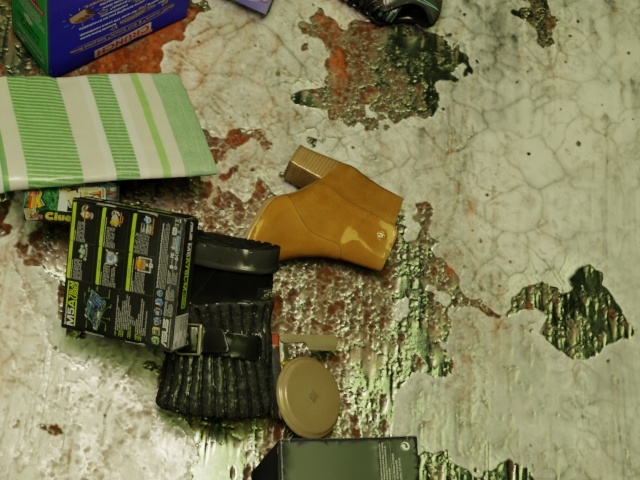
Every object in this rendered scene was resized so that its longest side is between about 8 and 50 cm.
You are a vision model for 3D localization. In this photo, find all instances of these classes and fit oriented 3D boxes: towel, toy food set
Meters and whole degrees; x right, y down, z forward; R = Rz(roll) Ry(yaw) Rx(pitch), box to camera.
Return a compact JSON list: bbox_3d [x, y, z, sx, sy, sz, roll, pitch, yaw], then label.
[{"bbox_3d":[-0.345,-0.170,1.720,0.324,0.038,0.248,-5,47,-22],"label":"towel"},{"bbox_3d":[-0.019,0.235,1.673,0.132,0.038,0.192,10,67,-41],"label":"toy food set"}]

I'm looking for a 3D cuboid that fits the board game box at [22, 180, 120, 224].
[{"bbox_3d":[-0.369,-0.123,1.709,0.136,0.030,0.260,3,45,-10],"label":"board game box"}]

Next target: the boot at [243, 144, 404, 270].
[{"bbox_3d":[0.000,0.000,1.757,0.211,0.104,0.295,30,62,0],"label":"boot"}]

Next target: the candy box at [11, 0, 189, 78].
[{"bbox_3d":[-0.330,-0.414,1.726,0.268,0.317,0.122,-31,77,-22],"label":"candy box"}]

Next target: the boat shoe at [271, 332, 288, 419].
[{"bbox_3d":[-0.071,0.204,1.694,0.043,0.049,0.137,-6,66,8],"label":"boat shoe"}]

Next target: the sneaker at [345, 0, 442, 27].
[{"bbox_3d":[0.089,-0.437,1.944,0.267,0.101,0.106,8,70,-9],"label":"sneaker"}]

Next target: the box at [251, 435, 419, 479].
[{"bbox_3d":[0.013,0.339,1.543,0.184,0.261,0.103,3,69,-11],"label":"box"}]

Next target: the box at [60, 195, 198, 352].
[{"bbox_3d":[-0.267,0.045,1.571,0.184,0.045,0.191,10,99,23],"label":"box"}]

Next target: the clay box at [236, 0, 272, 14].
[{"bbox_3d":[-0.103,-0.506,1.881,0.127,0.222,0.053,23,22,-3],"label":"clay box"}]

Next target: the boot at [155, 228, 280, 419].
[{"bbox_3d":[-0.220,0.115,1.652,0.348,0.131,0.260,10,101,25],"label":"boot"}]
